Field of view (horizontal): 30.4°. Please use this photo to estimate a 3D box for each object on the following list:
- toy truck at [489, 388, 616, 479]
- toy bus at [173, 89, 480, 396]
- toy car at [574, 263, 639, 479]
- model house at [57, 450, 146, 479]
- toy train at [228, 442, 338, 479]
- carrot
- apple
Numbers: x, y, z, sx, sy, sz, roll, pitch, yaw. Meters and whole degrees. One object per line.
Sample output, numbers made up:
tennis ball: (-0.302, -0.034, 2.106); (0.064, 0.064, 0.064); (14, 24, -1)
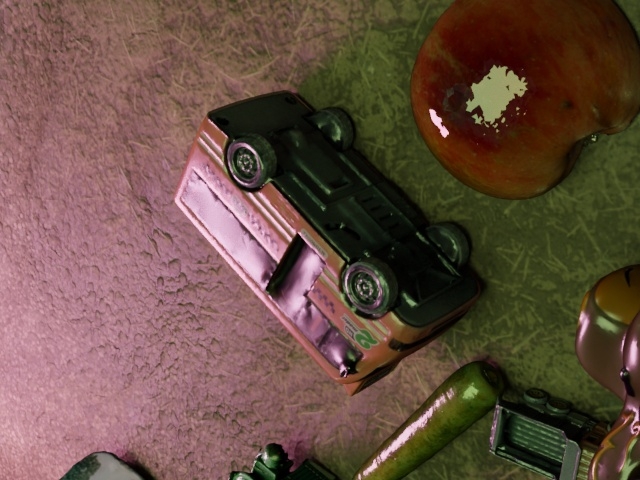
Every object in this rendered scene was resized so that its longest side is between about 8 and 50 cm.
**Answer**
toy truck: (0.315, 0.267, 1.550); (0.192, 0.092, 0.083); (19, 114, 31)
toy bus: (0.000, 0.000, 1.641); (0.427, 0.203, 0.233); (47, 131, 17)
toy car: (0.411, 0.189, 1.368); (0.240, 0.271, 0.340); (34, 124, 46)
model house: (-0.389, 0.571, 2.155); (0.253, 0.184, 0.291); (34, 136, 18)
toy train: (-0.078, 0.444, 1.899); (0.154, 0.115, 0.269); (31, 121, 17)
carrot: (0.139, 0.288, 1.707); (0.074, 0.074, 0.358); (52, 129, 13)
apple: (0.227, -0.177, 1.435); (0.251, 0.163, 0.293); (46, 128, 19)
